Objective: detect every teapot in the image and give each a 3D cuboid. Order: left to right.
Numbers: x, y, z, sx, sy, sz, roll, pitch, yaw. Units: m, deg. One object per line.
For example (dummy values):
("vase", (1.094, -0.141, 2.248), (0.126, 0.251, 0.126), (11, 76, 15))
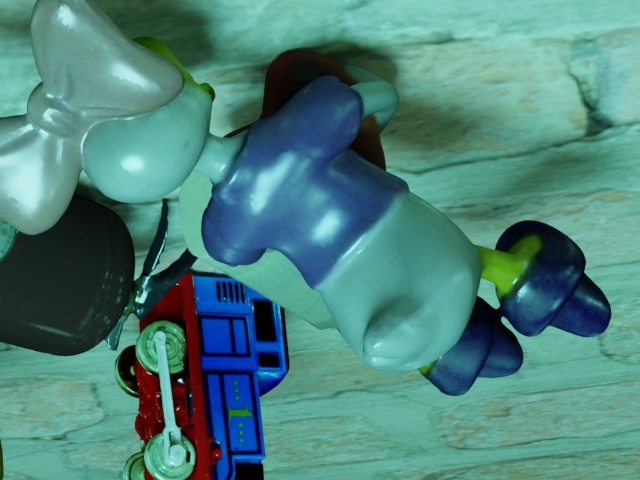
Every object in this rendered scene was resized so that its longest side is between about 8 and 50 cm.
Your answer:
("teapot", (0.000, 0.000, 1.185), (0.107, 0.077, 0.200), (-28, 146, 21))

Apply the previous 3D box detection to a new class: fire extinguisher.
("fire extinguisher", (-0.226, -0.002, 1.123), (0.337, 0.114, 0.135), (22, 102, -41))

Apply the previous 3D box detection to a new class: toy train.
("toy train", (-0.088, 0.129, 1.305), (0.131, 0.204, 0.083), (5, 155, -26))

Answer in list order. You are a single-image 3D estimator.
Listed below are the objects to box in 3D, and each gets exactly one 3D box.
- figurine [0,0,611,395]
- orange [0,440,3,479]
("figurine", (-0.016, -0.014, 0.982), (0.421, 0.193, 0.154), (31, 118, -23))
("orange", (-0.361, 0.108, 1.205), (0.262, 0.196, 0.334), (28, 168, 35))
